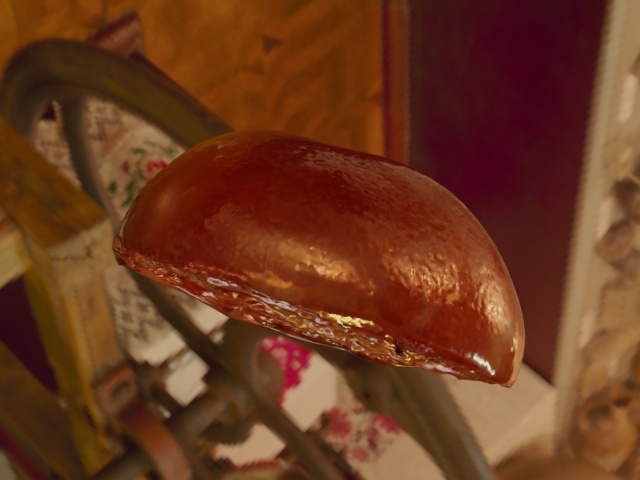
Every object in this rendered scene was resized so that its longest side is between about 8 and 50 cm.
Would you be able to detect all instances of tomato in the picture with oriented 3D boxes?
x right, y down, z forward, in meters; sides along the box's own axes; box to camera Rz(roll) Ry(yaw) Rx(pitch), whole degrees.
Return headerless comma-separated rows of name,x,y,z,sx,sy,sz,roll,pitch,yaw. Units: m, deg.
tomato,0.005,0.003,0.588,0.166,0.174,0.082,138,-29,-81
